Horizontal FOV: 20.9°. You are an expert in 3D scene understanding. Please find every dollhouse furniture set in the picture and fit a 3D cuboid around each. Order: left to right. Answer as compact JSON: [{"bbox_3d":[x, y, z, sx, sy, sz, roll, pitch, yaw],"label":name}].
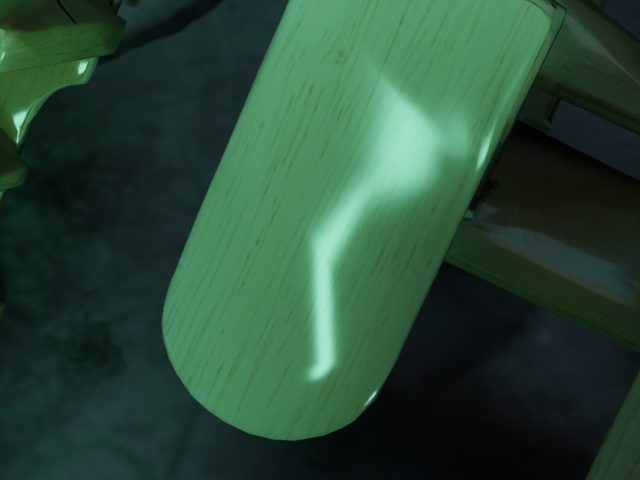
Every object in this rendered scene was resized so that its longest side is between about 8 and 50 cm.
[{"bbox_3d":[0.000,0.000,0.658,0.394,0.256,0.362,26,14,6],"label":"dollhouse furniture set"}]
